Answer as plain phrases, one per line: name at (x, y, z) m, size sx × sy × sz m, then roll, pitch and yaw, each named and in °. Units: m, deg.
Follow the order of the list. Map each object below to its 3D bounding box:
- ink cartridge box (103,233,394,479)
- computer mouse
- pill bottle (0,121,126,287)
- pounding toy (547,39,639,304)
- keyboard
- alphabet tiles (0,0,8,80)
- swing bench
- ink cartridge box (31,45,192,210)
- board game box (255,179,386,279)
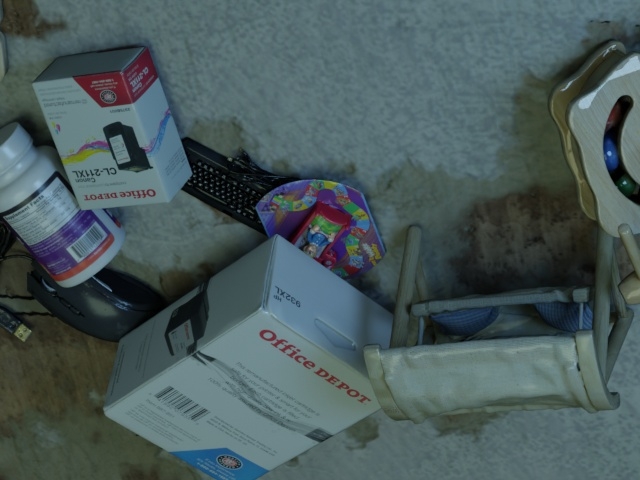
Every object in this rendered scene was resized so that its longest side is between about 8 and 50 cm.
ink cartridge box at (-0.080, 0.155, 2.224) m, size 0.223 × 0.129 × 0.307 m, roll 35°, pitch 132°, yaw -27°
computer mouse at (-0.339, 0.088, 2.329) m, size 0.262 × 0.060 × 0.184 m, roll 31°, pitch 127°, yaw -7°
pill bottle at (-0.334, -0.046, 2.198) m, size 0.108 × 0.108 × 0.193 m, roll -25°, pitch 115°, yaw 30°
pounding toy at (0.358, -0.071, 1.923) m, size 0.154 × 0.155 × 0.269 m, roll -22°, pitch 110°, yaw -4°
keyboard at (-0.096, -0.057, 2.165) m, size 0.192 × 0.038 × 0.100 m, roll 27°, pitch 128°, yaw -5°
alphabet tiles at (-0.508, -0.265, 2.141) m, size 0.284 × 0.021 × 0.278 m, roll 8°, pitch 127°, yaw 11°
swing bench at (0.209, 0.106, 2.057) m, size 0.253 × 0.254 × 0.165 m, roll -4°, pitch 124°, yaw 19°
ink cartridge box at (-0.241, -0.129, 2.117) m, size 0.127 × 0.072 × 0.175 m, roll -5°, pitch 119°, yaw 25°
board game box at (0.000, 0.000, 2.162) m, size 0.133 × 0.033 × 0.168 m, roll -9°, pitch 133°, yaw 16°
